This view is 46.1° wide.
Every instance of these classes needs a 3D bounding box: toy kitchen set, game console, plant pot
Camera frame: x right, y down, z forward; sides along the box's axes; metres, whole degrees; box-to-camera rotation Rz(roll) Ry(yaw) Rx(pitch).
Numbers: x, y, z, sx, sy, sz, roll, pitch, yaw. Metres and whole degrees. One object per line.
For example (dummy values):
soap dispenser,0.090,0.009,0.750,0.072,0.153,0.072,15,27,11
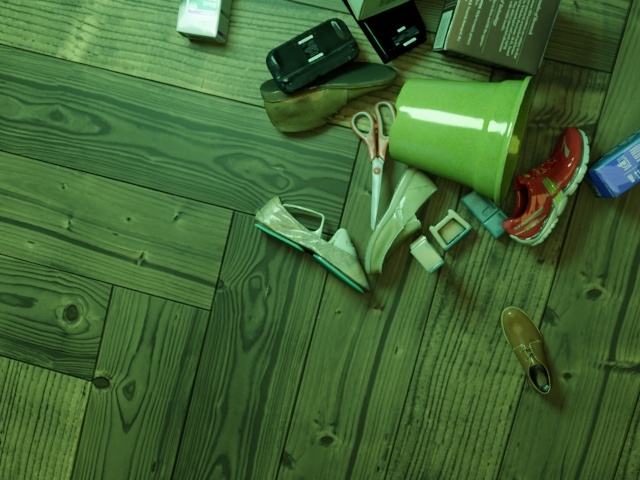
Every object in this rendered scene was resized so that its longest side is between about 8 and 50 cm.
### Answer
toy kitchen set,0.311,-0.007,1.635,0.207,0.166,0.122,-42,91,9
game console,0.044,-0.453,1.637,0.361,0.044,0.213,-31,84,-10
plant pot,0.289,-0.231,1.591,0.254,0.276,0.275,15,96,17

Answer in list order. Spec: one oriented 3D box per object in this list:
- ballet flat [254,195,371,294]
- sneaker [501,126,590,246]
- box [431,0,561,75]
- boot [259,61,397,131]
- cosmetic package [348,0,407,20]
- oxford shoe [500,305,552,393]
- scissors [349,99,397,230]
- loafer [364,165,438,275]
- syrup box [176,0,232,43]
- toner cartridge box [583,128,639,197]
ballet flat,0.000,0.000,1.710,0.316,0.107,0.106,33,84,3
sneaker,0.480,-0.126,1.617,0.118,0.107,0.278,26,89,-9
box,0.360,-0.452,1.570,0.203,0.168,0.166,14,102,-5
boot,0.024,-0.325,1.697,0.306,0.112,0.115,-10,124,3
cosmetic package,0.088,-0.648,1.597,0.160,0.113,0.309,-23,81,-9
oxford shoe,0.469,0.245,1.684,0.076,0.076,0.212,-26,90,10
scissors,0.136,-0.173,1.673,0.109,0.021,0.297,-12,73,10
loafer,0.180,-0.035,1.682,0.092,0.102,0.268,25,97,10
syrup box,-0.252,-0.573,1.694,0.093,0.096,0.236,10,95,6
toner cartridge box,0.722,-0.218,1.570,0.348,0.165,0.075,-36,90,8
